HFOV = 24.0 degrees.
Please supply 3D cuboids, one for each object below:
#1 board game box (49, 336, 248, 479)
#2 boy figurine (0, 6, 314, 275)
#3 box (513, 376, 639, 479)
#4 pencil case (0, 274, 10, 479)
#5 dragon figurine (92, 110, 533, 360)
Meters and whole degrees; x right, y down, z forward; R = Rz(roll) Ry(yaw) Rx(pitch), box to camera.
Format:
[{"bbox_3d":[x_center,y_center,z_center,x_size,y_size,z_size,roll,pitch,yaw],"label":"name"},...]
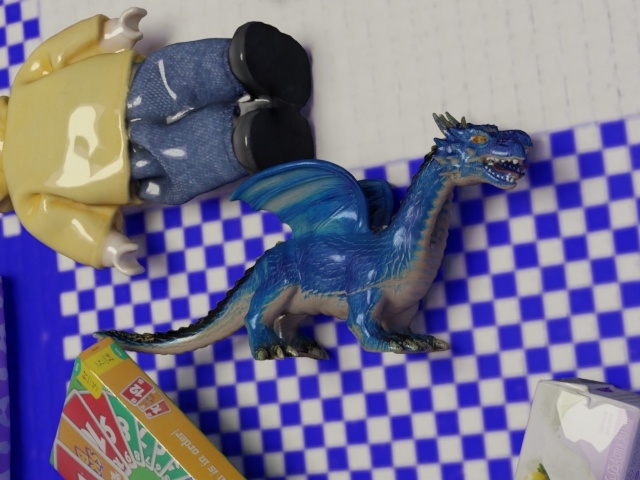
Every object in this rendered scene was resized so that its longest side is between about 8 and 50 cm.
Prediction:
[{"bbox_3d":[-0.067,0.187,0.926,0.259,0.039,0.124,41,139,17],"label":"board game box"},{"bbox_3d":[-0.147,-0.061,1.001,0.285,0.092,0.177,-10,81,29],"label":"boy figurine"},{"bbox_3d":[0.123,0.238,0.841,0.063,0.067,0.324,15,94,30],"label":"box"},{"bbox_3d":[-0.264,0.117,1.055,0.086,0.088,0.206,-9,81,33],"label":"pencil case"},{"bbox_3d":[0.000,0.000,0.916,0.289,0.085,0.144,-7,83,29],"label":"dragon figurine"}]
